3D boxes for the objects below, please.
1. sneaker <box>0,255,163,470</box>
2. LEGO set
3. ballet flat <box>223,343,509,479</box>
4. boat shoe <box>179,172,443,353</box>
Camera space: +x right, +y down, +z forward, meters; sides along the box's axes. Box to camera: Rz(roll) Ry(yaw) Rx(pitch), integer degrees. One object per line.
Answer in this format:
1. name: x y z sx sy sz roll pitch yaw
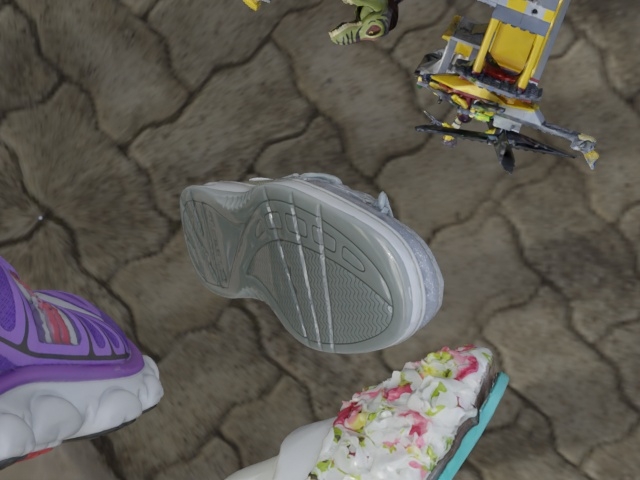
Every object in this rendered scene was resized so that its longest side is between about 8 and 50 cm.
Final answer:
1. sneaker: -0.082 0.017 0.347 0.068 0.170 0.071 -13 86 4
2. LEGO set: 0.067 -0.159 1.044 0.254 0.331 0.192 18 113 -3
3. ballet flat: -0.019 0.131 0.533 0.077 0.091 0.241 28 104 5
4. boat shoe: 0.000 0.002 1.094 0.103 0.320 0.118 -17 102 -25
